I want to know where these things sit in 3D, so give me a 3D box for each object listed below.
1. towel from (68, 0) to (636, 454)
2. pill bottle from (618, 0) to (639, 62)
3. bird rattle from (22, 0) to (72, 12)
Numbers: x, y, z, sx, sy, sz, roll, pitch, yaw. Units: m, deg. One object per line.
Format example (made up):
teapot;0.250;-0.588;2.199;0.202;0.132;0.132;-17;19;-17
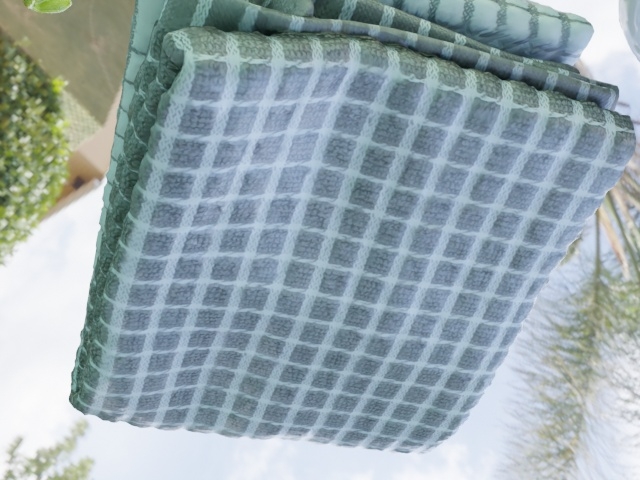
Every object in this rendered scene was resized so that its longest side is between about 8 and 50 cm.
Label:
towel;0.000;0.000;0.426;0.121;0.235;0.284;-97;-157;-48
pill bottle;0.271;-0.224;0.407;0.169;0.169;0.302;0;-117;49
bird rattle;-0.382;-0.263;0.763;0.253;0.143;0.207;-12;-176;16
